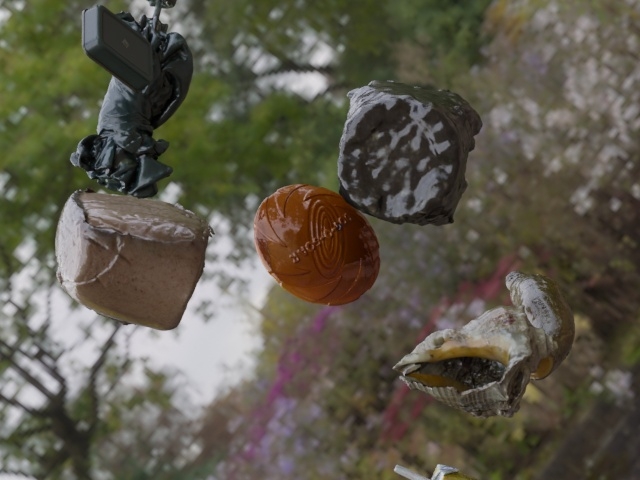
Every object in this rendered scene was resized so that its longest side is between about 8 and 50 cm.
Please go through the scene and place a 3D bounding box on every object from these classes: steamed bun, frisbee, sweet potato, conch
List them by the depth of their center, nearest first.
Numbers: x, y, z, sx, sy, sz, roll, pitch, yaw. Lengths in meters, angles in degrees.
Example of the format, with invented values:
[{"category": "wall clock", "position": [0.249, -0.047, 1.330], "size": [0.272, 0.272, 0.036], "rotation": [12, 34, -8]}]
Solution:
[{"category": "frisbee", "position": [0.000, 0.000, 2.052], "size": [0.192, 0.192, 0.035], "rotation": [-48, -2, -38]}, {"category": "conch", "position": [0.226, 0.183, 2.180], "size": [0.178, 0.245, 0.162], "rotation": [-27, -70, -81]}, {"category": "sweet potato", "position": [0.338, 0.115, 2.354], "size": [0.112, 0.085, 0.285], "rotation": [-27, 30, 10]}, {"category": "steamed bun", "position": [-0.310, 0.040, 2.424], "size": [0.301, 0.252, 0.199], "rotation": [-122, 41, -75]}]

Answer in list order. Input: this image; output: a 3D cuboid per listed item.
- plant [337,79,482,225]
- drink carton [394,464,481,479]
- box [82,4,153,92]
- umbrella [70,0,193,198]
[{"category": "plant", "position": [0.115, -0.119, 2.059], "size": [0.276, 0.199, 0.188], "rotation": [-55, -24, -77]}, {"category": "drink carton", "position": [0.203, 0.378, 2.174], "size": [0.074, 0.200, 0.084], "rotation": [-105, 38, -80]}, {"category": "box", "position": [-0.287, -0.274, 2.116], "size": [0.031, 0.126, 0.091], "rotation": [-25, 50, 26]}, {"category": "umbrella", "position": [-0.270, -0.237, 2.237], "size": [0.094, 0.143, 0.348], "rotation": [-16, 57, 56]}]
